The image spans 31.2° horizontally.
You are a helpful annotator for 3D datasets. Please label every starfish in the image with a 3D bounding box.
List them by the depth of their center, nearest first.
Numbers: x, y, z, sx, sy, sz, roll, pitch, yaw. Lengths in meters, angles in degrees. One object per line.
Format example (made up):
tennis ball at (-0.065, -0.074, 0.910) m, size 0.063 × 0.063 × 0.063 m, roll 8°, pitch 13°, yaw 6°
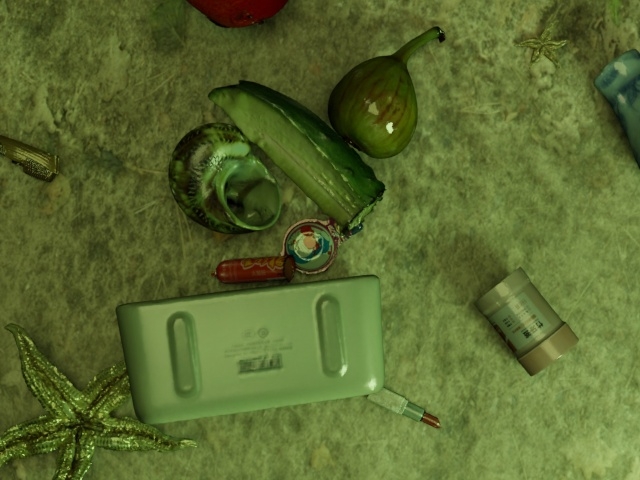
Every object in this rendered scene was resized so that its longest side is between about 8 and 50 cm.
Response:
starfish at (-0.380, 0.307, 1.847) m, size 0.358 × 0.078 × 0.347 m, roll 20°, pitch 81°, yaw -2°
starfish at (0.370, -0.328, 1.908) m, size 0.086 × 0.016 × 0.092 m, roll 22°, pitch 91°, yaw 3°

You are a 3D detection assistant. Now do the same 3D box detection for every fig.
fig at (0.119, -0.262, 1.853) m, size 0.151 × 0.151 × 0.259 m, roll 31°, pitch 83°, yaw 6°

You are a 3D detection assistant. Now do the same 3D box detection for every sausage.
sausage at (-0.114, 0.047, 1.869) m, size 0.145 × 0.048 × 0.050 m, roll -4°, pitch 60°, yaw 23°

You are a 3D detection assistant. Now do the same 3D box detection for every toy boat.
toy boat at (-0.508, -0.141, 1.916) m, size 0.149 × 0.047 × 0.049 m, roll 20°, pitch 86°, yaw 4°

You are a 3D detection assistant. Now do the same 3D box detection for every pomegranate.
pomegranate at (-0.142, -0.457, 1.860) m, size 0.210 × 0.210 × 0.235 m, roll -33°, pitch 56°, yaw -1°

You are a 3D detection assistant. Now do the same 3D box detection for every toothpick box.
toothpick box at (0.327, 0.128, 1.821) m, size 0.098 × 0.098 × 0.149 m, roll -37°, pitch 83°, yaw -1°

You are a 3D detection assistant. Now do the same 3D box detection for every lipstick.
lipstick at (0.139, 0.271, 1.849) m, size 0.129 × 0.030 × 0.030 m, roll 26°, pitch 86°, yaw 5°

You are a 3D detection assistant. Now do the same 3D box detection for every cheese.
cheese at (0.000, 0.000, 1.880) m, size 0.145 × 0.038 × 0.095 m, roll -32°, pitch 83°, yaw 0°

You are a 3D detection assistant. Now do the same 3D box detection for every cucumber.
cucumber at (-0.028, -0.159, 1.835) m, size 0.325 × 0.145 × 0.105 m, roll 43°, pitch 121°, yaw 9°

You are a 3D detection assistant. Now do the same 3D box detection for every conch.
conch at (-0.158, -0.103, 1.863) m, size 0.187 × 0.124 × 0.181 m, roll 19°, pitch 73°, yaw -23°

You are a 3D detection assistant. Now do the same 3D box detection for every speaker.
speaker at (-0.103, 0.165, 1.775) m, size 0.406 × 0.183 × 0.184 m, roll -7°, pitch 89°, yaw -9°

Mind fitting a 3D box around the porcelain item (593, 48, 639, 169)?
porcelain item at (0.547, -0.182, 1.828) m, size 0.141 × 0.141 × 0.259 m, roll -32°, pitch 75°, yaw -1°
